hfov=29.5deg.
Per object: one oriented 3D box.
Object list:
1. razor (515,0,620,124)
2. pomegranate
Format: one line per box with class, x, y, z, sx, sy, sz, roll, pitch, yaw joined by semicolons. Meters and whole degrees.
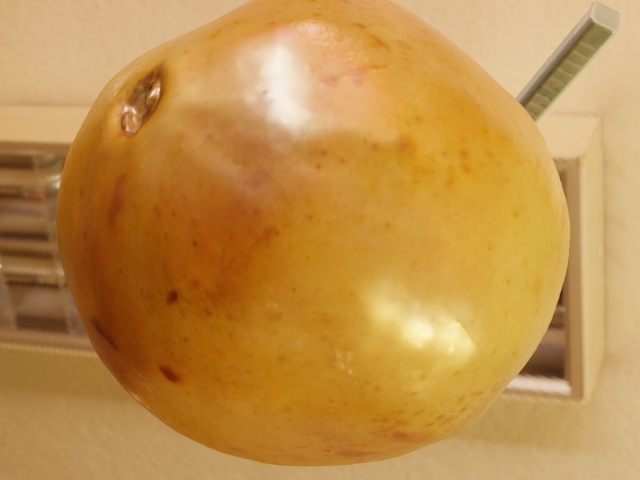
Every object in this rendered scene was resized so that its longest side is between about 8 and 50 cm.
razor;0.197;-0.130;1.147;0.111;0.056;0.278;25;-28;-7
pomegranate;-0.004;-0.005;0.554;0.233;0.233;0.233;10;-61;18
